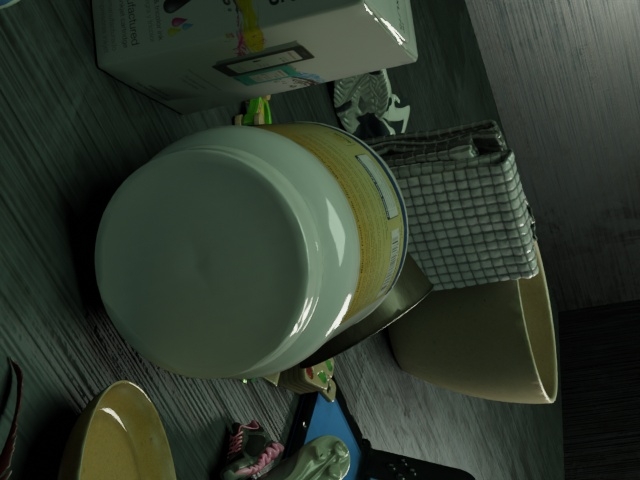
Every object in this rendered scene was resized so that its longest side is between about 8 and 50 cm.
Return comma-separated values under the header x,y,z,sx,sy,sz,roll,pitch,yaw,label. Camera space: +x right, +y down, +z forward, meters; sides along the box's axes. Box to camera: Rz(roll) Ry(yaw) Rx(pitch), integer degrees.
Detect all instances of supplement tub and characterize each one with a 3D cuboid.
x,y,z,sx,sy,sz,roll,pitch,yaw,label
-0.055,0.003,1.127,0.316,0.228,0.228,-21,100,-72,supplement tub

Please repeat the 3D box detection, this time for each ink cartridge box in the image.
x,y,z,sx,sy,sz,roll,pitch,yaw,label
-0.065,-0.266,1.185,0.197,0.270,0.198,23,58,-69,ink cartridge box

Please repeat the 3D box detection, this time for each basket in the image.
x,y,z,sx,sy,sz,roll,pitch,yaw,label
0.000,0.000,1.367,0.204,0.154,0.227,-32,93,-45,basket

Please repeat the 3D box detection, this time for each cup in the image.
x,y,z,sx,sy,sz,roll,pitch,yaw,label
0.242,0.119,1.969,0.331,0.237,0.331,-11,90,-72,cup

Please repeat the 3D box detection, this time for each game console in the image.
x,y,z,sx,sy,sz,roll,pitch,yaw,label
0.079,0.315,1.482,0.293,0.250,0.173,-72,173,-56,game console

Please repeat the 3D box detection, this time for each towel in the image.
x,y,z,sx,sy,sz,roll,pitch,yaw,label
0.168,-0.050,1.758,0.121,0.283,0.235,-77,151,-48,towel

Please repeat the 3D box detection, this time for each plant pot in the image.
x,y,z,sx,sy,sz,roll,pitch,yaw,label
-0.161,0.231,0.952,0.236,0.032,0.236,-8,90,-81,plant pot

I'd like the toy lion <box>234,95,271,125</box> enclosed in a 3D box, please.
x,y,z,sx,sy,sz,roll,pitch,yaw,label
-0.075,-0.132,1.478,0.100,0.034,0.096,-83,162,-45,toy lion

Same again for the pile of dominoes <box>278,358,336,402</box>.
x,y,z,sx,sy,sz,roll,pitch,yaw,label
-0.021,0.062,1.465,0.196,0.040,0.251,33,49,-55,pile of dominoes

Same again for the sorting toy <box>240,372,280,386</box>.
x,y,z,sx,sy,sz,roll,pitch,yaw,label
-0.068,0.136,1.328,0.062,0.012,0.083,37,35,-19,sorting toy

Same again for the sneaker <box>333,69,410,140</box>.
x,y,z,sx,sy,sz,roll,pitch,yaw,label
0.086,-0.226,1.923,0.153,0.094,0.235,-73,148,-58,sneaker

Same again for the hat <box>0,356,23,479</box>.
x,y,z,sx,sy,sz,roll,pitch,yaw,label
-0.230,0.222,0.808,0.208,0.183,0.173,-32,114,-28,hat

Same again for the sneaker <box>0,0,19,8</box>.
x,y,z,sx,sy,sz,roll,pitch,yaw,label
-0.265,-0.233,0.859,0.211,0.081,0.080,42,39,-65,sneaker

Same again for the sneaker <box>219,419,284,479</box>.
x,y,z,sx,sy,sz,roll,pitch,yaw,label
-0.082,0.220,1.245,0.057,0.047,0.119,58,17,4,sneaker

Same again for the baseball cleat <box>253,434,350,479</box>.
x,y,z,sx,sy,sz,roll,pitch,yaw,label
-0.051,0.279,1.245,0.206,0.109,0.072,-25,77,-43,baseball cleat
